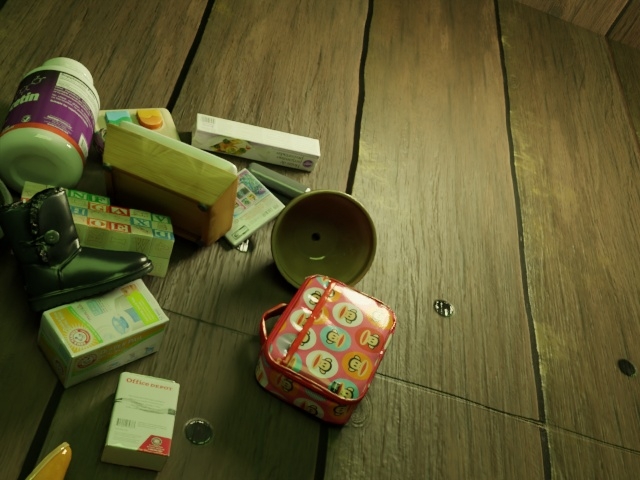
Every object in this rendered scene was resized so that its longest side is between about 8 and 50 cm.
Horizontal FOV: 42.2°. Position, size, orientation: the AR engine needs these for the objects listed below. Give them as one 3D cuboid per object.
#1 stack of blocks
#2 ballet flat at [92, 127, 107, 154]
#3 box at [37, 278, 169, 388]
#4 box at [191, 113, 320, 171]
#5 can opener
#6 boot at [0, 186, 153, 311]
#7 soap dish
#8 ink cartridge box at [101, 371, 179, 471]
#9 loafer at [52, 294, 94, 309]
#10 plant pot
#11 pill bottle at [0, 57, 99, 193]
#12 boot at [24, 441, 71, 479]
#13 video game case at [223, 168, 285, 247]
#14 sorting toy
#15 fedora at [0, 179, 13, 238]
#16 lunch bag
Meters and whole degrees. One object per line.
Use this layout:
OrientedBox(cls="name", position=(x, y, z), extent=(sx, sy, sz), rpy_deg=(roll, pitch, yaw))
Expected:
OrientedBox(cls="stack of blocks", position=(-0.455, -0.022, 1.666), extent=(0.297, 0.087, 0.171), rpy_deg=(11, 21, -19))
OrientedBox(cls="ballet flat", position=(-0.409, -0.189, 1.874), extent=(0.221, 0.079, 0.077), rpy_deg=(28, 78, -18))
OrientedBox(cls="box", position=(-0.403, 0.171, 1.538), extent=(0.203, 0.103, 0.114), rpy_deg=(-20, 59, -38))
OrientedBox(cls="box", position=(-0.163, -0.245, 2.087), extent=(0.324, 0.063, 0.067), rpy_deg=(10, 47, -18))
OrientedBox(cls="can opener", position=(-0.058, -0.096, 1.987), extent=(0.280, 0.074, 0.093), rpy_deg=(28, 42, 1))
OrientedBox(cls="boot", position=(-0.447, -0.001, 1.522), extent=(0.246, 0.094, 0.207), rpy_deg=(-18, 100, -24))
OrientedBox(cls="soap dish", position=(-0.325, -0.113, 1.761), extent=(0.291, 0.229, 0.118), rpy_deg=(23, 61, 2))
OrientedBox(cls="ink cartridge box", position=(-0.317, 0.320, 1.467), extent=(0.109, 0.063, 0.150), rpy_deg=(14, 44, -13))
OrientedBox(cls="loafer", position=(-0.448, 0.099, 1.618), extent=(0.061, 0.062, 0.170), rpy_deg=(39, 45, 8))
OrientedBox(cls="plant pot", position=(0.000, 0.000, 1.864), extent=(0.237, 0.237, 0.110), rpy_deg=(15, 3, -13))
OrientedBox(cls="pill bottle", position=(-0.585, -0.255, 1.801), extent=(0.181, 0.181, 0.323), rpy_deg=(13, 44, -15))
OrientedBox(cls="boot", position=(-0.400, 0.476, 1.262), extent=(0.211, 0.104, 0.295), rpy_deg=(33, 48, -2))
OrientedBox(cls="video game case", position=(-0.186, -0.077, 1.910), extent=(0.157, 0.019, 0.143), rpy_deg=(-39, 71, -23))
OrientedBox(cls="sorting toy", position=(-0.433, -0.253, 1.979), extent=(0.208, 0.038, 0.193), rpy_deg=(-4, 51, -29))
OrientedBox(cls="fedora", position=(-0.730, -0.050, 1.572), extent=(0.275, 0.124, 0.244), rpy_deg=(3, 49, -33))
OrientedBox(cls="lunch bag", position=(-0.001, 0.209, 1.700), extent=(0.258, 0.120, 0.293), rpy_deg=(26, 43, 6))
